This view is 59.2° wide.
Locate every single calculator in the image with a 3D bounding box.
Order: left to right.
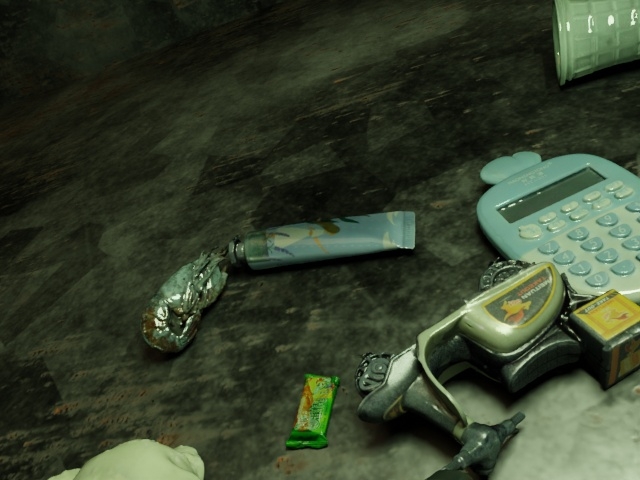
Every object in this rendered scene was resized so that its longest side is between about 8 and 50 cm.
[{"bbox_3d":[0.298,-0.029,0.677,0.188,0.042,0.302,-25,35,0],"label":"calculator"}]

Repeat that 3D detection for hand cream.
[{"bbox_3d":[0.000,0.000,0.809,0.271,0.058,0.091,-8,31,15],"label":"hand cream"}]

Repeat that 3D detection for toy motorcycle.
[{"bbox_3d":[0.159,0.114,0.530,0.263,0.091,0.157,-29,39,-11],"label":"toy motorcycle"}]

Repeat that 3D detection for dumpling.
[{"bbox_3d":[-0.176,0.247,0.567,0.169,0.100,0.134,-29,-7,23],"label":"dumpling"}]

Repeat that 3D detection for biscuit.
[{"bbox_3d":[-0.006,0.180,0.604,0.046,0.016,0.089,-8,38,23],"label":"biscuit"}]

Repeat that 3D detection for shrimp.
[{"bbox_3d":[-0.172,0.061,0.807,0.090,0.079,0.233,-44,10,50],"label":"shrimp"}]

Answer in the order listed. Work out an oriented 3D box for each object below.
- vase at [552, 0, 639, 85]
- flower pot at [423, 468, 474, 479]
[{"bbox_3d":[0.527,-0.339,0.877,0.299,0.143,0.143,-5,39,20],"label":"vase"},{"bbox_3d":[0.094,0.233,0.372,0.157,0.157,0.107,14,37,42],"label":"flower pot"}]
